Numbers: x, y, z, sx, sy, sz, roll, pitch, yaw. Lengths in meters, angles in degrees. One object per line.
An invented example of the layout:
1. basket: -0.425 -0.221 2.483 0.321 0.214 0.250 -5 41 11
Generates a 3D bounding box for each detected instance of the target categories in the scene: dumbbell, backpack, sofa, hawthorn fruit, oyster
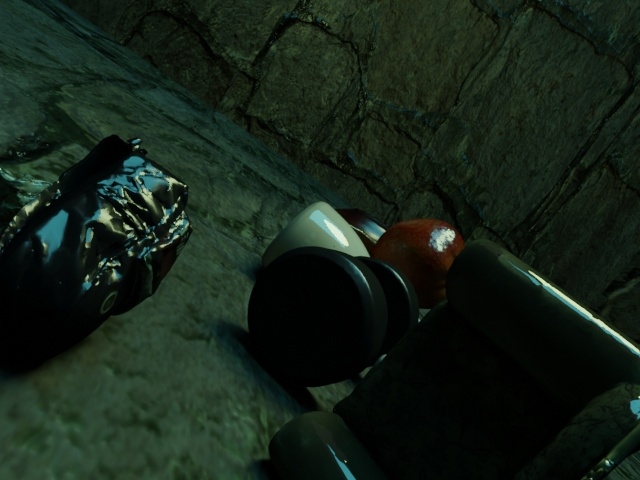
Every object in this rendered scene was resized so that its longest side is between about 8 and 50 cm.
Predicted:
1. dumbbell: 0.027 0.090 0.654 0.152 0.152 0.218 40 11 22
2. backpack: -0.171 0.012 0.395 0.106 0.120 0.165 36 43 -12
3. sofa: 0.099 0.138 0.397 0.200 0.258 0.182 46 0 41
4. hawthorn fruit: 0.148 0.030 0.912 0.203 0.162 0.163 19 -2 37
5. oyster: -0.271 -0.031 0.492 0.177 0.064 0.125 23 0 -19

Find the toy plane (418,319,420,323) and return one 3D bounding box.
1. toy plane: 0.139 0.132 0.989 0.251 0.101 0.255 23 12 -7

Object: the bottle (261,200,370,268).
1. bottle: 0.034 0.065 0.845 0.236 0.147 0.147 45 11 6

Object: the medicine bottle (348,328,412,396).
1. medicine bottle: 0.083 0.164 0.565 0.080 0.130 0.080 34 10 -7

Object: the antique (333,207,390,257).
1. antique: 0.127 0.007 1.440 0.278 0.129 0.223 40 13 30
